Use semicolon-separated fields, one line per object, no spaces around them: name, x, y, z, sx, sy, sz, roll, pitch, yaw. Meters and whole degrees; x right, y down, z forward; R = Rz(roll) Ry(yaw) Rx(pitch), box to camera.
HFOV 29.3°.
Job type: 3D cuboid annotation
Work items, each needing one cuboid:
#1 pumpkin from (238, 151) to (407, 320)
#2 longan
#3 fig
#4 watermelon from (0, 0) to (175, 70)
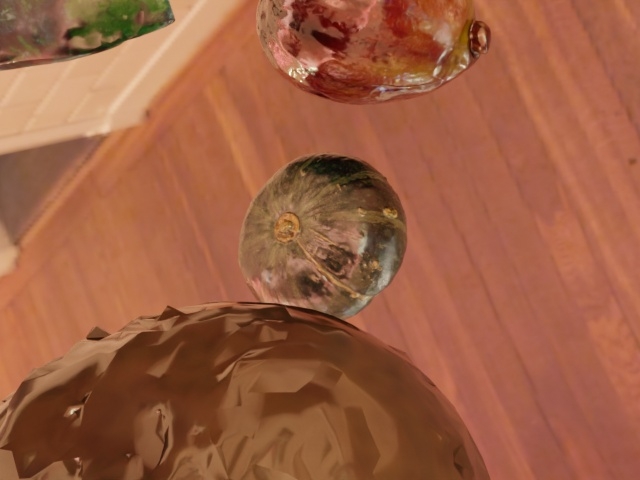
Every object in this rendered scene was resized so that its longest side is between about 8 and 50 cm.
pumpkin;0.001;-0.001;1.293;0.190;0.190;0.146;45;178;32
longan;-0.069;0.220;0.832;0.391;0.391;0.391;24;121;45
fig;0.044;-0.251;1.278;0.263;0.224;0.224;45;153;-28
watermelon;-0.278;-0.283;0.864;0.222;0.292;0.319;73;-175;-54
